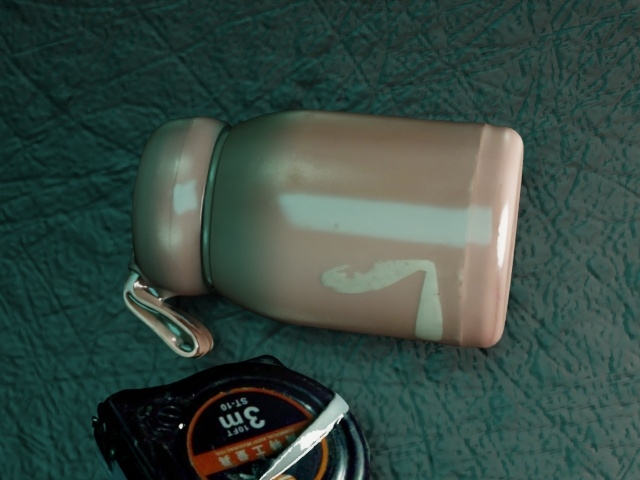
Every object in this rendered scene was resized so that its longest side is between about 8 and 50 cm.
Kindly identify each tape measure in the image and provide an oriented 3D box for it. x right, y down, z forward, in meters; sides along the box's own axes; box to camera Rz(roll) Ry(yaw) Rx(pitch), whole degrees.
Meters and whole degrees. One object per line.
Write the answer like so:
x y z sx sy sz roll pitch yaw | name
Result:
-0.057 0.179 1.153 0.182 0.107 0.181 -13 55 -27 | tape measure

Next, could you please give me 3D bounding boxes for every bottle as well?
0.000 0.000 1.178 0.297 0.173 0.206 7 88 7 | bottle
